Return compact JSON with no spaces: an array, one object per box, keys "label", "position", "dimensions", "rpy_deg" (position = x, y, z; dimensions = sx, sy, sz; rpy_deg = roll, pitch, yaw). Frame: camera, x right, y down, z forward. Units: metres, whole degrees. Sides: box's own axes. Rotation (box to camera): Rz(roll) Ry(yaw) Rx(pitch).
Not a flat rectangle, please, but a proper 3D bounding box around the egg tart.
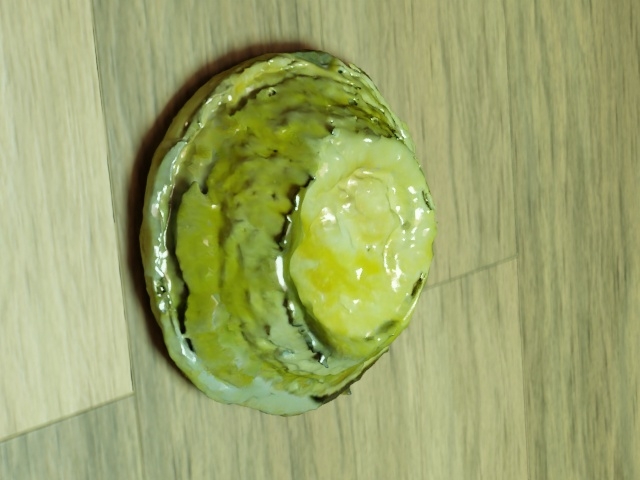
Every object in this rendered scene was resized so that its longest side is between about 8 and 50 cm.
[{"label":"egg tart","position":[0.000,0.000,1.635],"dimensions":[0.345,0.132,0.345],"rpy_deg":[-10,104,-44]}]
